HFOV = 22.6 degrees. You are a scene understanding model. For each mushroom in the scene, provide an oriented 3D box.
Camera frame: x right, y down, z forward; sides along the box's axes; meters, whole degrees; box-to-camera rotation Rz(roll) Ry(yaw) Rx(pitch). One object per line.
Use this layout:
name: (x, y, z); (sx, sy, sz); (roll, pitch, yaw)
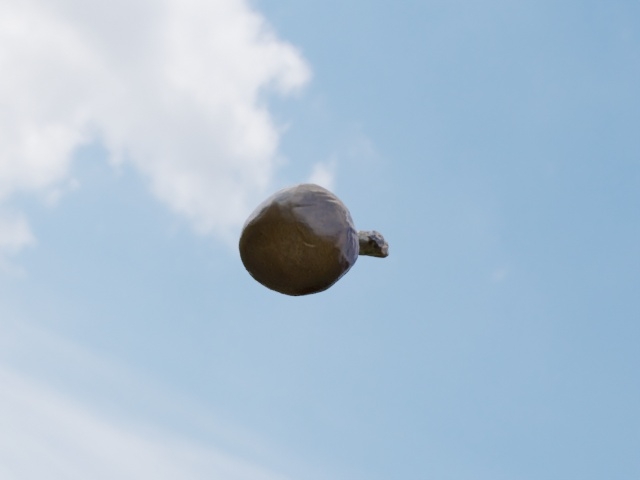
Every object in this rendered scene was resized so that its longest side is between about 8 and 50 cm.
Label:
mushroom: (0.004, 0.000, 1.255); (0.073, 0.129, 0.088); (-5, -95, 63)
